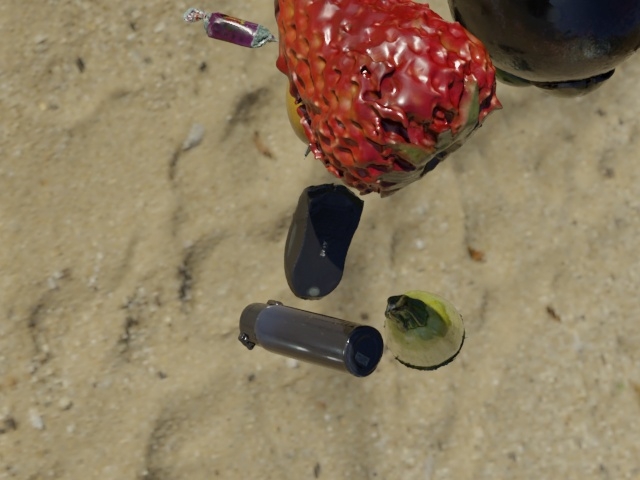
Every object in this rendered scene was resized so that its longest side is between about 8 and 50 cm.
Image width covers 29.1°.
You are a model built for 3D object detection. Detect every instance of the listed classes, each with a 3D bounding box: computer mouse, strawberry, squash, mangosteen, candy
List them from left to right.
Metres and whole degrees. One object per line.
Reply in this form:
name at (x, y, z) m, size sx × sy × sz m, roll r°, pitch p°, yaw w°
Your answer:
candy at (-0.148, -0.357, 2.096) m, size 0.045 × 0.175 × 0.043 m, roll -61°, pitch 166°, yaw -57°
computer mouse at (0.000, 0.000, 2.203) m, size 0.122 × 0.073 × 0.217 m, roll 11°, pitch 106°, yaw -24°
strawberry at (0.041, -0.169, 1.201) m, size 0.244 × 0.205 × 0.205 m, roll 50°, pitch 33°, yaw 9°
squash at (0.155, 0.135, 1.851) m, size 0.287 × 0.137 × 0.137 m, roll 44°, pitch 31°, yaw -82°
mangosteen at (0.324, -0.334, 1.636) m, size 0.300 × 0.300 × 0.300 m, roll 30°, pitch 51°, yaw -45°

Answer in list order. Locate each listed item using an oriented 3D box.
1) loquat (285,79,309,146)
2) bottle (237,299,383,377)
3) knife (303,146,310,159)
loquat at (0.046, -0.219, 1.894) m, size 0.208 × 0.208 × 0.208 m, roll 30°, pitch 51°, yaw -45°
bottle at (-0.019, 0.131, 1.719) m, size 0.072 × 0.244 × 0.082 m, roll 46°, pitch 65°, yaw -37°
knife at (0.044, -0.271, 2.152) m, size 0.297 × 0.017 × 0.047 m, roll -62°, pitch 166°, yaw -6°
